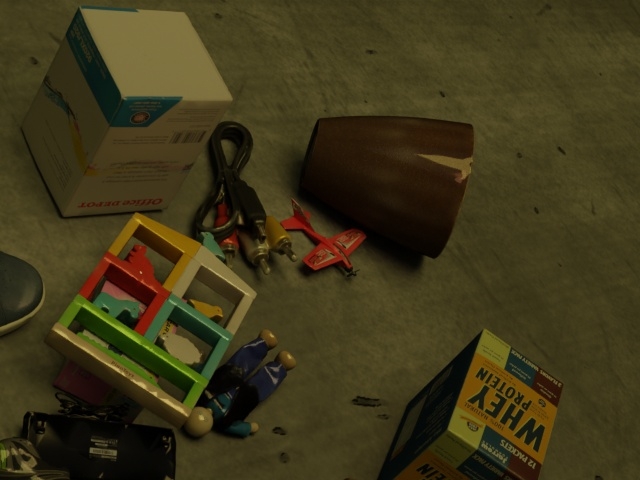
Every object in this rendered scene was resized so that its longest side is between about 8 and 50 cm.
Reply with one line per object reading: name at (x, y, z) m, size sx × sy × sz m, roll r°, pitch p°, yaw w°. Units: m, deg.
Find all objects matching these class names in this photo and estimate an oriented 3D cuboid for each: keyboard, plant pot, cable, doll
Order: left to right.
keyboard at (-0.261, 0.238, 1.571) m, size 0.192 × 0.038 × 0.100 m, roll 13°, pitch 69°, yaw -30°
cable at (-0.135, -0.063, 1.946) m, size 0.139 × 0.072 × 0.287 m, roll -4°, pitch 42°, yaw -20°
doll at (-0.114, 0.188, 1.707) m, size 0.129 × 0.046 × 0.189 m, roll 50°, pitch 46°, yaw -2°
plant pot at (0.092, -0.104, 2.043) m, size 0.230 × 0.215 × 0.215 m, roll 14°, pitch 44°, yaw -6°

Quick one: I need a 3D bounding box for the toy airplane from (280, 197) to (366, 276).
toy airplane at (0.000, 0.000, 1.987) m, size 0.151 × 0.028 × 0.151 m, roll 22°, pitch 41°, yaw -21°

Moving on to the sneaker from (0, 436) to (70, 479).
sneaker at (-0.357, 0.247, 1.456) m, size 0.188 × 0.067 × 0.078 m, roll 27°, pitch 39°, yaw -24°

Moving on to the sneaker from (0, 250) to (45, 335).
sneaker at (-0.467, 0.018, 1.516) m, size 0.350 × 0.148 × 0.131 m, roll 9°, pitch 48°, yaw -32°

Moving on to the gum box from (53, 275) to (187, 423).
gum box at (-0.244, 0.121, 1.657) m, size 0.107 × 0.062 × 0.188 m, roll 29°, pitch 40°, yaw -12°

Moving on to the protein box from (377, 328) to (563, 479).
protein box at (0.191, 0.266, 1.749) m, size 0.136 × 0.200 × 0.201 m, roll 35°, pitch 40°, yaw -5°

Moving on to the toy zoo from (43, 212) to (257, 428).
toy zoo at (-0.195, 0.080, 1.659) m, size 0.192 × 0.030 × 0.293 m, roll 34°, pitch 39°, yaw -6°

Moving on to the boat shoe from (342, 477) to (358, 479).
boat shoe at (0.077, 0.434, 1.565) m, size 0.110 × 0.121 × 0.341 m, roll 20°, pitch 42°, yaw -21°

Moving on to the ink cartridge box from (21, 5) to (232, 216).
ink cartridge box at (-0.264, -0.169, 1.783) m, size 0.171 × 0.233 × 0.168 m, roll -5°, pitch 54°, yaw -40°
